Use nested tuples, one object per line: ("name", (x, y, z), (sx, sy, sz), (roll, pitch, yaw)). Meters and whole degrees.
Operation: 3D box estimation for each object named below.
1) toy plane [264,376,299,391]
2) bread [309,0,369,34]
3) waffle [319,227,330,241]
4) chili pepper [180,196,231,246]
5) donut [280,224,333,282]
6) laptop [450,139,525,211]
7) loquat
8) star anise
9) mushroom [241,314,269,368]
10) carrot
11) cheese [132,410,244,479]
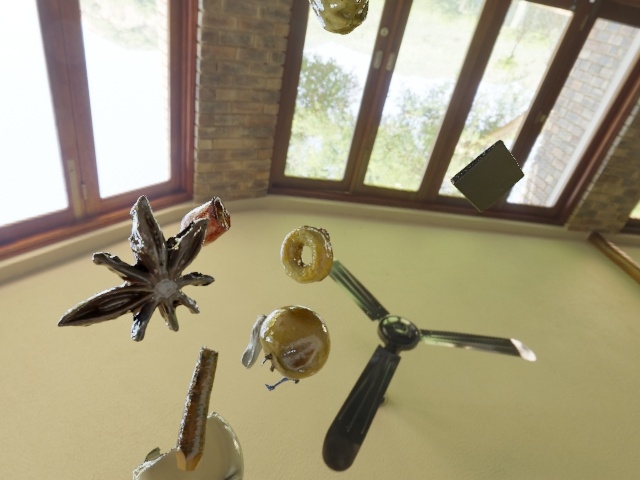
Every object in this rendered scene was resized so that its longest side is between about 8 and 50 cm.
("toy plane", (-0.114, 0.476, 1.479), (0.167, 0.062, 0.054), (-27, -139, -27))
("bread", (0.036, -0.496, 0.793), (0.130, 0.151, 0.268), (0, -179, 3))
("waffle", (0.000, 0.000, 1.445), (0.029, 0.083, 0.075), (13, -155, -43))
("chili pepper", (-0.282, -0.029, 0.992), (0.084, 0.192, 0.086), (46, -143, -22))
("donut", (-0.046, 0.042, 1.266), (0.162, 0.178, 0.065), (-16, 175, 13))
("laptop", (0.384, -0.142, 0.963), (0.197, 0.135, 0.016), (25, -152, -49))
("loquat", (-0.073, 0.287, 1.191), (0.213, 0.213, 0.213), (9, -147, -6))
("star anise", (-0.288, 0.055, 0.731), (0.199, 0.257, 0.111), (30, 161, -32))
("mushroom", (-0.221, 0.352, 1.475), (0.059, 0.202, 0.054), (23, -176, 21))
("carrot", (-0.179, 0.243, 0.625), (0.042, 0.042, 0.170), (10, -107, -5))
("cheese", (-0.332, 0.581, 1.081), (0.266, 0.127, 0.233), (-30, -123, -28))
